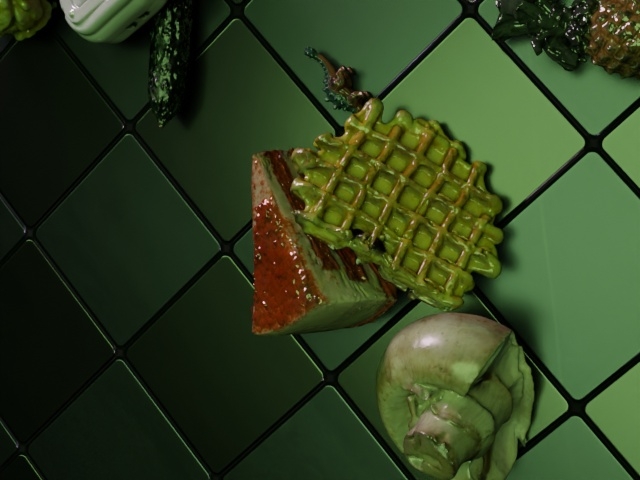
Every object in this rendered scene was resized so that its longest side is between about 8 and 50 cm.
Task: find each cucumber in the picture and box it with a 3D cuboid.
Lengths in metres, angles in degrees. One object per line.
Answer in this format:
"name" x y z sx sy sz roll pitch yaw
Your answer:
"cucumber" -0.224 -0.316 1.613 0.072 0.072 0.300 4 93 21

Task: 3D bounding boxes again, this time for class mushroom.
"mushroom" 0.154 0.212 1.409 0.189 0.195 0.254 13 130 37

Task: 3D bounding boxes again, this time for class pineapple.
"pineapple" 0.331 -0.277 1.389 0.237 0.111 0.119 15 72 25

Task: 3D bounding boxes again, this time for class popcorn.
"popcorn" -0.493 -0.411 1.664 0.168 0.173 0.195 35 115 60

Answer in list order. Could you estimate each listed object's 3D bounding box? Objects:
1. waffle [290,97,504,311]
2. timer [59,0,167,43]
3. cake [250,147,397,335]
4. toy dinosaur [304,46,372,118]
"waffle" 0.100 -0.043 1.439 0.283 0.065 0.310 -13 72 -15
"timer" -0.312 -0.433 1.590 0.237 0.087 0.262 -26 73 42
"cake" 0.000 0.000 1.468 0.159 0.158 0.262 -1 92 47
"toy dinosaur" 0.029 -0.216 1.533 0.055 0.049 0.154 -41 83 21
